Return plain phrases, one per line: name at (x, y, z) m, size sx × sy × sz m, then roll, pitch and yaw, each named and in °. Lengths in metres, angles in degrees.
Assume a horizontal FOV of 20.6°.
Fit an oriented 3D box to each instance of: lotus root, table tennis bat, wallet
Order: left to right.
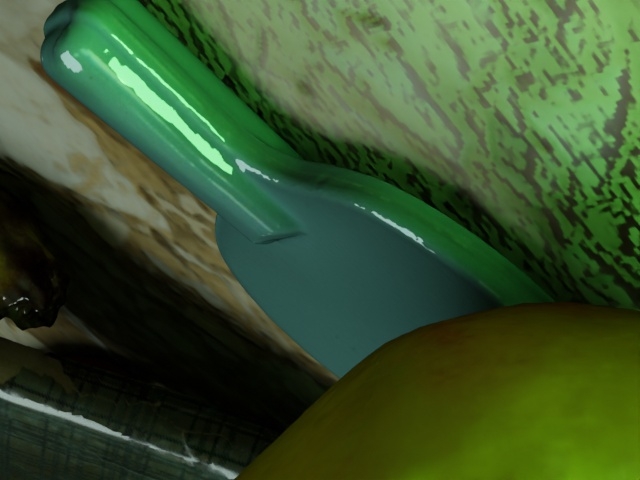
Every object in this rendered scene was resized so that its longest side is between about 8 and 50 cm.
lotus root at (-0.178, 0.008, 0.799) m, size 0.108 × 0.095 × 0.190 m, roll 3°, pitch 171°, yaw -45°
wallet at (-0.090, 0.105, 0.788) m, size 0.317 × 0.044 × 0.169 m, roll 17°, pitch 152°, yaw 0°
table tennis bat at (0.000, 0.000, 0.601) m, size 0.237 × 0.038 × 0.149 m, roll 41°, pitch 157°, yaw -18°

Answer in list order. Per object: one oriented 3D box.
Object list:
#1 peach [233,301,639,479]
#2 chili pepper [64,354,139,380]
peach at (0.087, 0.175, 0.505) m, size 0.289 × 0.289 × 0.308 m, roll 23°, pitch 174°, yaw 30°
chili pepper at (-0.160, 0.153, 1.028) m, size 0.137 × 0.092 × 0.368 m, roll 20°, pitch 156°, yaw 8°
